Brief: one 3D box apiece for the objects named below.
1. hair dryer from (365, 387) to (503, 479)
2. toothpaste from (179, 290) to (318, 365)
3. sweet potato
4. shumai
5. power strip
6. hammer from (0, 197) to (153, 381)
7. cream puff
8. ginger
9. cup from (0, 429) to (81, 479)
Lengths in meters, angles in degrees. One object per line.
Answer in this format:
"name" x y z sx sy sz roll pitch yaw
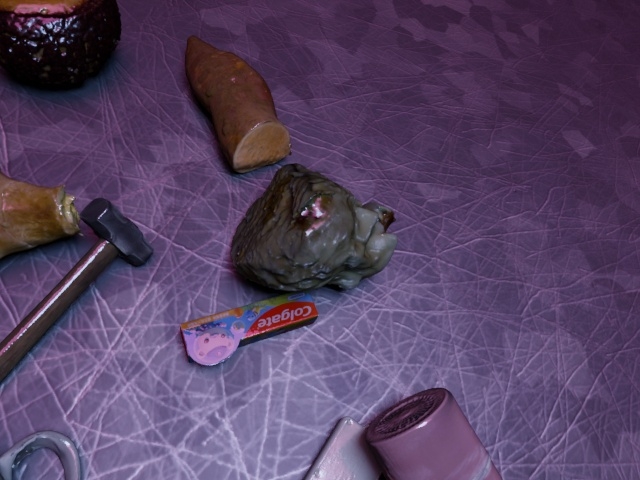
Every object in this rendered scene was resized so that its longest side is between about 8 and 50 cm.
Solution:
"hair dryer" 0.064 0.351 0.498 0.353 0.125 0.210 -27 83 -23
"toothpaste" -0.098 0.130 0.648 0.194 0.044 0.070 -14 66 -21
"sweet potato" -0.171 -0.284 0.833 0.131 0.131 0.336 -19 67 -24
"shumai" -0.001 -0.001 0.687 0.218 0.189 0.256 25 14 -25
"power strip" 0.018 0.321 0.569 0.081 0.035 0.192 36 58 6
"hammer" -0.367 0.109 0.569 0.044 0.111 0.365 18 60 29
"cream puff" -0.477 -0.380 0.782 0.239 0.164 0.238 7 58 -11
"ginger" -0.531 -0.056 0.579 0.376 0.166 0.236 23 49 10
"cup" -0.332 0.309 0.422 0.234 0.186 0.258 48 32 6
